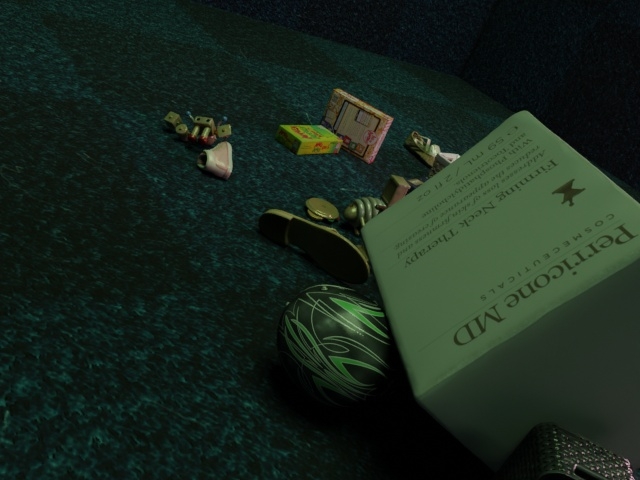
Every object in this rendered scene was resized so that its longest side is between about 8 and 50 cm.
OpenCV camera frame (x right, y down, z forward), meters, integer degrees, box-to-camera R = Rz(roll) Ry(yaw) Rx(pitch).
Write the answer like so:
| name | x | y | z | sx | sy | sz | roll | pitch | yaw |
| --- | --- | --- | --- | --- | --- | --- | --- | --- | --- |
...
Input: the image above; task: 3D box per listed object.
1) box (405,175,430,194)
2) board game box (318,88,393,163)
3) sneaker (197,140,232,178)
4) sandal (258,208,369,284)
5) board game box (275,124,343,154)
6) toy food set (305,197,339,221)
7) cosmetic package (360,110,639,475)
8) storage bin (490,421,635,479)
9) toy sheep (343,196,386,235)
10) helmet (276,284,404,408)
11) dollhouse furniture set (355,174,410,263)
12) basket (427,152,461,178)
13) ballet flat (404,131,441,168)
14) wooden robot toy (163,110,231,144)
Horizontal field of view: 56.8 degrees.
| name | x | y | z | sx | sy | sz | roll | pitch | yaw |
| --- | --- | --- | --- | --- | --- | --- | --- | --- | --- |
| box | 0.322 | -0.125 | 1.674 | 0.225 | 0.036 | 0.136 | 36 | 29 | 24 |
| board game box | 0.097 | -0.338 | 1.748 | 0.194 | 0.146 | 0.045 | 33 | 28 | 14 |
| sneaker | -0.237 | -0.190 | 1.313 | 0.070 | 0.051 | 0.134 | 17 | 32 | -25 |
| sandal | 0.002 | -0.005 | 1.141 | 0.240 | 0.088 | 0.079 | 26 | 33 | 14 |
| board game box | -0.030 | -0.283 | 1.658 | 0.092 | 0.043 | 0.181 | 40 | 31 | 27 |
| toy food set | 0.004 | -0.068 | 1.327 | 0.083 | 0.020 | 0.083 | 11 | 29 | -25 |
| cosmetic package | 0.305 | 0.086 | 0.850 | 0.327 | 0.329 | 0.393 | 45 | 17 | -27 |
| storage bin | 0.266 | 0.315 | 0.682 | 0.122 | 0.180 | 0.084 | 27 | 26 | 3 |
| toy sheep | 0.111 | -0.055 | 1.324 | 0.132 | 0.091 | 0.091 | 4 | 33 | -25 |
| helmet | 0.023 | 0.145 | 0.810 | 0.162 | 0.169 | 0.169 | 20 | 22 | -48 |
| dollhouse furniture set | 0.174 | -0.006 | 1.178 | 0.101 | 0.181 | 0.161 | 10 | 30 | -27 |
| basket | 0.413 | -0.177 | 1.766 | 0.113 | 0.103 | 0.167 | -3 | 37 | -42 |
| ballet flat | 0.356 | -0.302 | 1.981 | 0.073 | 0.067 | 0.206 | -1 | 37 | -41 |
| wooden robot toy | -0.278 | -0.245 | 1.382 | 0.174 | 0.079 | 0.076 | 11 | 64 | 13 |
